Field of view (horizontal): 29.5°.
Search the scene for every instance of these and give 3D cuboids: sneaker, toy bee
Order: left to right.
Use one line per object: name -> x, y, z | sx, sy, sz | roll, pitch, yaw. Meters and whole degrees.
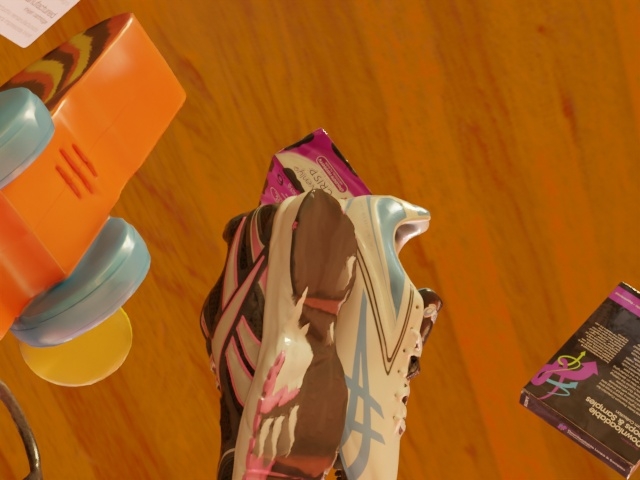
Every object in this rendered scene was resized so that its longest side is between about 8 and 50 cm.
toy bee -> -0.170, 0.000, 0.528 | 0.162, 0.298, 0.195 | -19, 99, 22
sneaker -> -0.031, 0.062, 0.659 | 0.072, 0.077, 0.178 | 30, 64, -45
sneaker -> 0.043, 0.079, 0.850 | 0.086, 0.085, 0.237 | -2, 71, 8

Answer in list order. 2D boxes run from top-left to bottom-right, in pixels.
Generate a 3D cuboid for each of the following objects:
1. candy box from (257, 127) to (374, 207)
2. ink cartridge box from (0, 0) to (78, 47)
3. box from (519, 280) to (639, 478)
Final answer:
candy box -> 0.000, 0.000, 1.372 | 0.071, 0.233, 0.159 | -31, 75, -21
ink cartridge box -> -0.237, -0.324, 1.091 | 0.273, 0.197, 0.114 | -41, 77, 5
box -> 0.269, 0.120, 1.078 | 0.162, 0.116, 0.029 | -40, 151, -30
